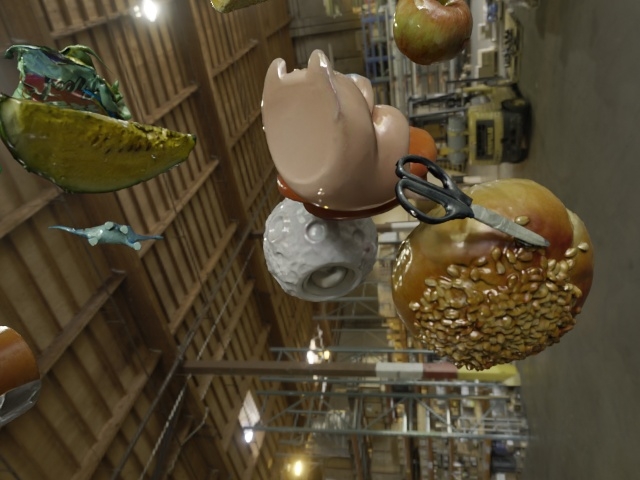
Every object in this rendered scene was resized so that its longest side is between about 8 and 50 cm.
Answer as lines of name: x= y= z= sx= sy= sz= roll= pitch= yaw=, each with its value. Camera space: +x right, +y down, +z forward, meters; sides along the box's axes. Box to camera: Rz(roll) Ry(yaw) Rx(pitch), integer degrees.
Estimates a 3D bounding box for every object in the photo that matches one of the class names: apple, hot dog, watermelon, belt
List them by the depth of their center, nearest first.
watermelon: x=-0.324 y=-0.143 z=0.699 sx=0.301 sy=0.129 sz=0.123 roll=-2 pitch=-118 yaw=-60
apple: x=0.166 y=-0.330 z=0.751 sx=0.102 sy=0.125 sz=0.126 roll=124 pitch=156 yaw=-55
belt: x=-0.682 y=0.291 z=1.037 sx=0.105 sy=0.261 sz=0.184 roll=-32 pitch=-88 yaw=-50
hot dog: x=-0.228 y=-0.789 z=1.542 sx=0.073 sy=0.242 sz=0.084 roll=97 pitch=150 yaw=-65

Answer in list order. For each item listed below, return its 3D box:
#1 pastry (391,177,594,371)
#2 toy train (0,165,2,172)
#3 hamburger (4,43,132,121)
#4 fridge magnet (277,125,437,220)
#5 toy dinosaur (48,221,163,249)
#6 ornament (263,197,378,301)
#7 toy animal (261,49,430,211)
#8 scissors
pastry: x=0.338 y=0.079 z=0.946 sx=0.245 sy=0.408 sz=0.410 roll=-111 pitch=6 yaw=-52
toy train: x=-0.909 y=-0.157 z=1.261 sx=0.104 sy=0.178 sz=0.071 roll=-18 pitch=-99 yaw=-58
hamburger: x=-0.554 y=-0.342 z=1.116 sx=0.276 sy=0.260 sz=0.151 roll=-36 pitch=39 yaw=49
fridge magnet: x=0.081 y=-0.161 z=1.106 sx=0.364 sy=0.363 sz=0.155 roll=-71 pitch=-30 yaw=-58
toy dinosaur: x=-0.611 y=-0.019 z=1.454 sx=0.328 sy=0.144 sz=0.077 roll=4 pitch=-87 yaw=-34
ornament: x=0.000 y=0.000 z=1.420 sx=0.337 sy=0.336 sz=0.338 roll=-2 pitch=-90 yaw=-77
toy animal: x=0.035 y=-0.152 z=0.769 sx=0.256 sy=0.194 sz=0.213 roll=-2 pitch=-88 yaw=-49
scissors: x=0.236 y=-0.041 z=0.740 sx=0.022 sy=0.299 sz=0.109 roll=-40 pitch=36 yaw=51
